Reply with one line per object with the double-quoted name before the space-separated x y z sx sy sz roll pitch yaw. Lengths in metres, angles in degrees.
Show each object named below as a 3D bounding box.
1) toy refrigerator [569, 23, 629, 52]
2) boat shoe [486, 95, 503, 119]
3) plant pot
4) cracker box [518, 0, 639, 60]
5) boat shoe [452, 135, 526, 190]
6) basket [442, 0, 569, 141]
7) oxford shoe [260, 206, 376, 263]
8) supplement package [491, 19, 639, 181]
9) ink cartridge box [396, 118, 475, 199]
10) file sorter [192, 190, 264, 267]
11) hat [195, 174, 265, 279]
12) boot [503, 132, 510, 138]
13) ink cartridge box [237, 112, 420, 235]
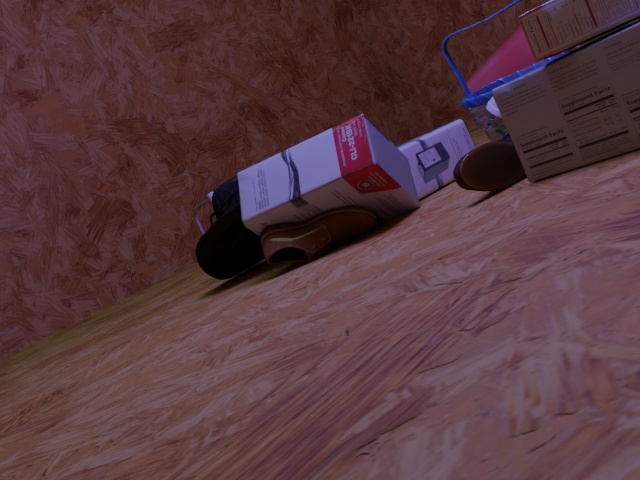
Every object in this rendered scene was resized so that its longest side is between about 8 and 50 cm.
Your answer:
"toy refrigerator" 0.569 -0.381 1.524 0.102 0.094 0.269 -48 -39 16
"boat shoe" 0.429 -0.287 1.424 0.277 0.096 0.098 -16 45 -25
"plant pot" 0.545 -0.421 2.074 0.243 0.275 0.275 -33 -1 35
"cracker box" 0.386 -0.310 0.975 0.232 0.067 0.156 -20 7 32
"boat shoe" 0.281 -0.120 1.176 0.207 0.073 0.073 -19 0 -27
"basket" 0.424 -0.354 1.639 0.255 0.289 0.201 -22 6 38
"oxford shoe" 0.000 0.000 1.360 0.212 0.076 0.076 -16 45 6
"supplement package" 0.407 -0.206 1.023 0.204 0.145 0.262 -29 7 -37
"ink cartridge box" 0.177 -0.144 1.639 0.273 0.114 0.198 -28 6 -40
"file sorter" -0.146 -0.060 1.888 0.278 0.192 0.173 -27 3 -30
"hat" -0.154 -0.063 1.638 0.331 0.134 0.331 -30 -22 -13
"boot" 0.398 -0.210 1.467 0.099 0.045 0.121 -25 32 5
"ink cartridge box" 0.013 -0.091 1.407 0.273 0.114 0.197 -23 -30 22
